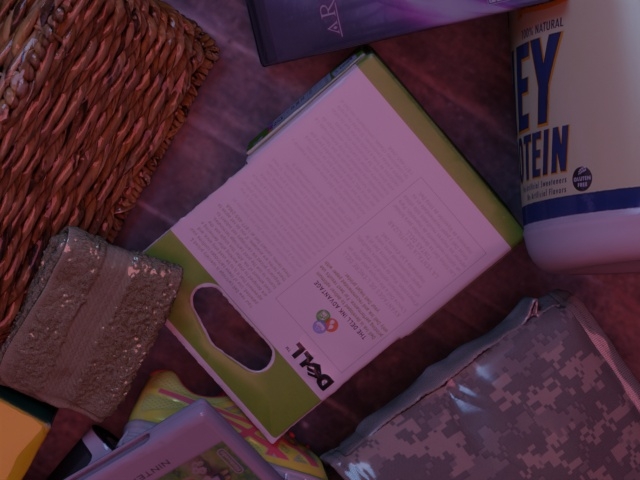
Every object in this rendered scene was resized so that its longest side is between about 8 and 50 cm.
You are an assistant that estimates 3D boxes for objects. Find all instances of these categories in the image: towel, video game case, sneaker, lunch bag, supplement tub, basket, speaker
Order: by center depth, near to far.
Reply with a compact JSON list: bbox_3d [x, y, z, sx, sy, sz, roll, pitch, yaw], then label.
[{"bbox_3d":[0.040,-0.245,1.256,0.274,0.026,0.196,-8,98,40],"label":"video game case"},{"bbox_3d":[0.256,-0.144,1.264,0.235,0.235,0.325,-3,85,-5],"label":"supplement tub"},{"bbox_3d":[-0.173,0.065,1.285,0.110,0.027,0.148,20,114,-22],"label":"towel"},{"bbox_3d":[-0.263,-0.094,1.303,0.213,0.223,0.299,30,93,24],"label":"basket"},{"bbox_3d":[-0.104,0.236,1.326,0.193,0.023,0.212,-31,121,16],"label":"video game case"},{"bbox_3d":[0.158,0.206,1.333,0.235,0.169,0.287,-34,104,-11],"label":"lunch bag"},{"bbox_3d":[-0.056,0.159,1.361,0.208,0.081,0.094,24,53,-24],"label":"sneaker"},{"bbox_3d":[-0.203,0.214,1.362,0.055,0.055,0.136,41,92,-9],"label":"speaker"}]

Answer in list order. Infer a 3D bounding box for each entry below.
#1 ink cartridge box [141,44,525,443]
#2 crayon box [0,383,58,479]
[{"bbox_3d":[0.000,0.000,1.340,0.255,0.097,0.189,-40,99,6],"label":"ink cartridge box"},{"bbox_3d":[-0.427,0.211,1.314,0.313,0.106,0.363,30,92,-7],"label":"crayon box"}]
